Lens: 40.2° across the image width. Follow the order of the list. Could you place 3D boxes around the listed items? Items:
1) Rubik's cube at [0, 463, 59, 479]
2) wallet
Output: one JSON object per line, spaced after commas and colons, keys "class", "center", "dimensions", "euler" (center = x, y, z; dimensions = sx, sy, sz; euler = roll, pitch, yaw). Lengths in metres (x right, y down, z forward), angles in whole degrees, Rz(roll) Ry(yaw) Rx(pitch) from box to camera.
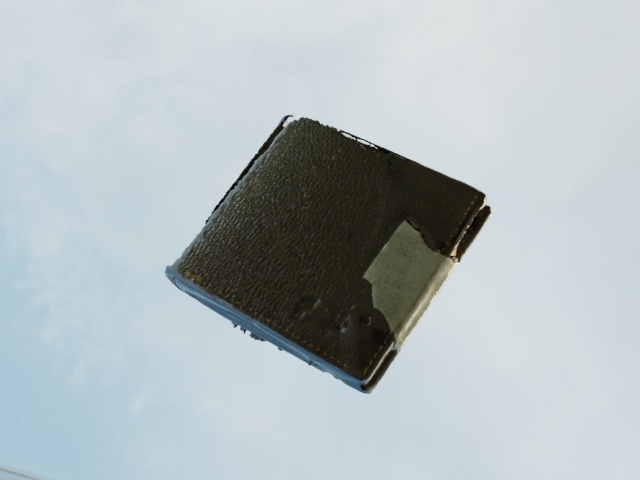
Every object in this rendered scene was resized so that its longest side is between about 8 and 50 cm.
{"class": "Rubik's cube", "center": [-0.154, 0.310, 0.462], "dimensions": [0.345, 0.347, 0.346], "euler": [11, -109, 14]}
{"class": "wallet", "center": [0.000, 0.000, 0.842], "dimensions": [0.262, 0.071, 0.221], "euler": [26, -112, 33]}
